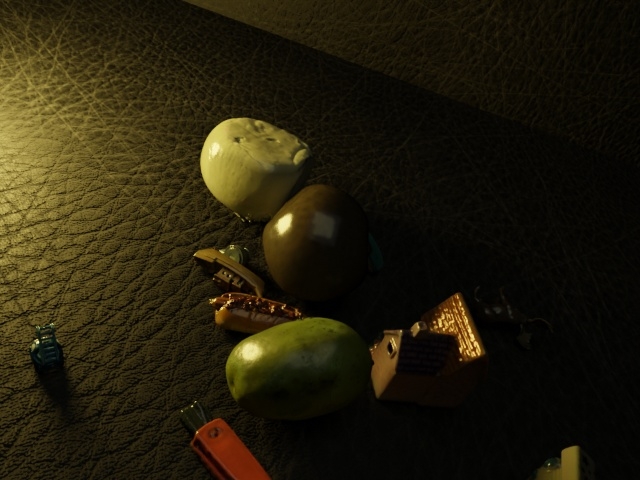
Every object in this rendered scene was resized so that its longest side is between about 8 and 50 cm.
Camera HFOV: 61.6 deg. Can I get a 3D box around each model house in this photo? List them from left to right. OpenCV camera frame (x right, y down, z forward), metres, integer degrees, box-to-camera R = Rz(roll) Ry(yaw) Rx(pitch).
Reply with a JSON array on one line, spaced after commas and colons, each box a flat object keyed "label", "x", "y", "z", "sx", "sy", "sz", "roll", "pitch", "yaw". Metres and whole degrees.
[{"label": "model house", "x": 0.256, "y": 0.249, "z": 1.272, "sx": 0.237, "sy": 0.237, "sz": 0.202, "roll": 12, "pitch": 41, "yaw": -14}]

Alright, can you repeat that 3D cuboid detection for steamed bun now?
[{"label": "steamed bun", "x": -0.194, "y": -0.202, "z": 1.576, "sx": 0.312, "sy": 0.233, "sz": 0.334, "roll": 29, "pitch": 29, "yaw": 10}]

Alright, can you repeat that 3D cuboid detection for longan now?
[{"label": "longan", "x": 0.000, "y": 0.000, "z": 1.400, "sx": 0.288, "sy": 0.288, "sz": 0.350, "roll": 24, "pitch": 45, "yaw": 0}]

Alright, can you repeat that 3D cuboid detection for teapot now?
[{"label": "teapot", "x": -0.224, "y": 0.041, "z": 1.419, "sx": 0.088, "sy": 0.066, "sz": 0.057, "roll": 17, "pitch": 12, "yaw": 28}]

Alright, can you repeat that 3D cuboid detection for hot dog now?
[{"label": "hot dog", "x": -0.143, "y": 0.177, "z": 1.279, "sx": 0.249, "sy": 0.076, "sz": 0.102, "roll": 14, "pitch": 42, "yaw": -13}]

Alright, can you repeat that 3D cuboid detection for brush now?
[{"label": "brush", "x": -0.156, "y": 0.432, "z": 1.000, "sx": 0.323, "sy": 0.051, "sz": 0.070, "roll": 41, "pitch": 35, "yaw": 26}]

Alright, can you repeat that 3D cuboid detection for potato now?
[{"label": "potato", "x": -0.040, "y": 0.269, "z": 1.125, "sx": 0.304, "sy": 0.215, "sz": 0.216, "roll": -15, "pitch": 51, "yaw": -26}]

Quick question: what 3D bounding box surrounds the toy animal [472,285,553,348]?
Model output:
[{"label": "toy animal", "x": 0.556, "y": 0.228, "z": 1.584, "sx": 0.214, "sy": 0.093, "sz": 0.186, "roll": 0, "pitch": 39, "yaw": -17}]

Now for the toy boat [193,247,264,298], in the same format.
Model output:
[{"label": "toy boat", "x": -0.229, "y": 0.091, "z": 1.351, "sx": 0.206, "sy": 0.064, "sz": 0.072, "roll": 31, "pitch": 53, "yaw": 10}]

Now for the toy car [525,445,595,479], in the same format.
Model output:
[{"label": "toy car", "x": 0.580, "y": 0.588, "z": 1.050, "sx": 0.336, "sy": 0.226, "sz": 0.242, "roll": 27, "pitch": 38, "yaw": 6}]

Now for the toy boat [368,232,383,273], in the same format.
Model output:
[{"label": "toy boat", "x": 0.105, "y": 0.019, "z": 1.586, "sx": 0.091, "sy": 0.110, "sz": 0.175, "roll": -48, "pitch": 117, "yaw": -50}]

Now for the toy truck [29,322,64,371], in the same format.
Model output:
[{"label": "toy truck", "x": -0.528, "y": 0.204, "z": 1.036, "sx": 0.056, "sy": 0.090, "sz": 0.073, "roll": -10, "pitch": 49, "yaw": -36}]
